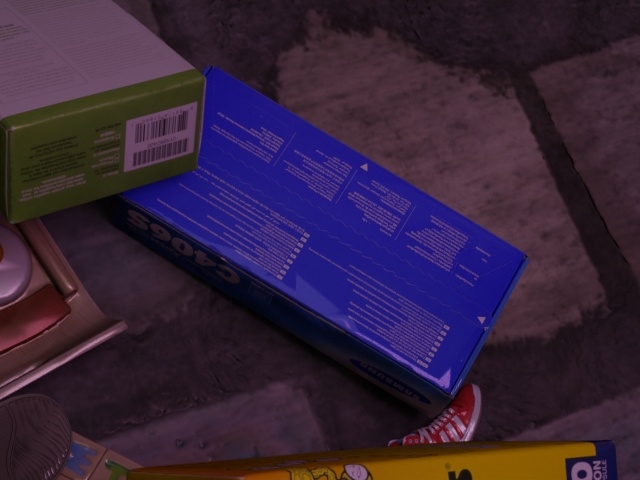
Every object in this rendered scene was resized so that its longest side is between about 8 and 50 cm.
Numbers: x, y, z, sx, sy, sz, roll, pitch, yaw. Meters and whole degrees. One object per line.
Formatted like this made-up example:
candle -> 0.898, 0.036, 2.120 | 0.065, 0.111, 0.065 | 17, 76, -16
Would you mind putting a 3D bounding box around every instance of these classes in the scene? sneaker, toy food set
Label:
sneaker -> 0.103, 0.176, 1.417 | 0.067, 0.042, 0.118 | 27, 67, -11
sneaker -> -0.304, 0.202, 1.258 | 0.083, 0.118, 0.222 | 61, 37, -9
toy food set -> -0.337, 0.002, 1.310 | 0.219, 0.092, 0.306 | -30, 83, -25

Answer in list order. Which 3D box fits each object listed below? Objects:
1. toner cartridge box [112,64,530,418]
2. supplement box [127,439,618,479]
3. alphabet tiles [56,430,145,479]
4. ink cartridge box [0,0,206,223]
toner cartridge box -> 0.000, 0.000, 1.410 | 0.347, 0.075, 0.165 | 32, 65, 3
supplement box -> 0.048, 0.265, 1.223 | 0.356, 0.195, 0.194 | 0, 84, -32
alphabet tiles -> -0.180, 0.292, 1.262 | 0.198, 0.009, 0.237 | 26, 56, 6
ink cartridge box -> -0.246, -0.142, 1.342 | 0.188, 0.097, 0.255 | -19, 43, -33
